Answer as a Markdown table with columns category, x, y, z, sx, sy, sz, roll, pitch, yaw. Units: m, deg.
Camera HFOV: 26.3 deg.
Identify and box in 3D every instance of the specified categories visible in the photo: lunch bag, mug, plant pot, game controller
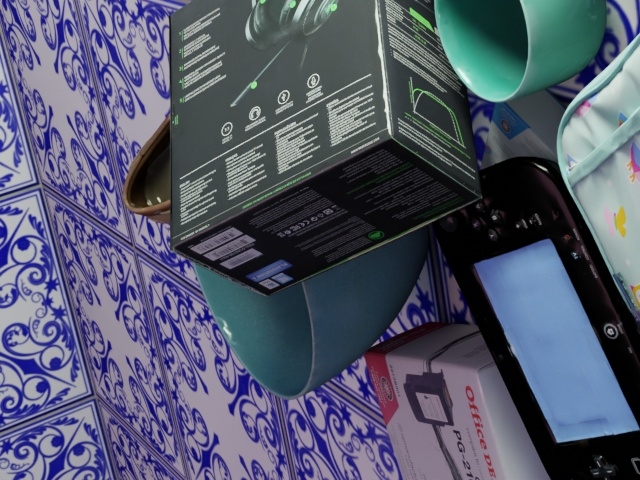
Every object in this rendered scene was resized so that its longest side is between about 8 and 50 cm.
| category | x | y | z | sx | sy | sz | roll | pitch | yaw |
| --- | --- | --- | --- | --- | --- | --- | --- | --- | --- |
| lunch bag | 0.278 | -0.053 | 0.956 | 0.224 | 0.108 | 0.279 | 63 | 155 | 13 |
| mug | 0.168 | -0.195 | 1.089 | 0.129 | 0.097 | 0.158 | 52 | 150 | 35 |
| plant pot | 0.000 | 0.000 | 1.472 | 0.290 | 0.195 | 0.290 | 46 | 147 | 42 |
| game controller | 0.206 | 0.083 | 1.163 | 0.319 | 0.067 | 0.166 | 64 | 152 | -3 |

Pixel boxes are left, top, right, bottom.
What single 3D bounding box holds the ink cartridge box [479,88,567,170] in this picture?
| category | x | y | z | sx | sy | sz | roll | pitch | yaw |
| --- | --- | --- | --- | --- | --- | --- | --- | --- | --- |
| ink cartridge box | 0.188 | -0.062 | 1.206 | 0.088 | 0.052 | 0.122 | 52 | 150 | 34 |

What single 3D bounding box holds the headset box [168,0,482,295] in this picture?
| category | x | y | z | sx | sy | sz | roll | pitch | yaw |
| --- | --- | --- | --- | --- | --- | --- | --- | --- | --- |
| headset box | -0.007 | -0.133 | 1.222 | 0.246 | 0.131 | 0.283 | -26 | 54 | 31 |

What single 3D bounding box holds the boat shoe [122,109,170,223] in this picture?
| category | x | y | z | sx | sy | sz | roll | pitch | yaw |
| --- | --- | --- | --- | --- | --- | --- | --- | --- | --- |
| boat shoe | -0.107 | -0.130 | 1.550 | 0.123 | 0.116 | 0.324 | 49 | 117 | 16 |

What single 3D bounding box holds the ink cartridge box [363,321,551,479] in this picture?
| category | x | y | z | sx | sy | sz | roll | pitch | yaw |
| --- | --- | --- | --- | --- | --- | --- | --- | --- | --- |
| ink cartridge box | 0.159 | 0.182 | 1.400 | 0.237 | 0.100 | 0.172 | -1 | 109 | 65 |
